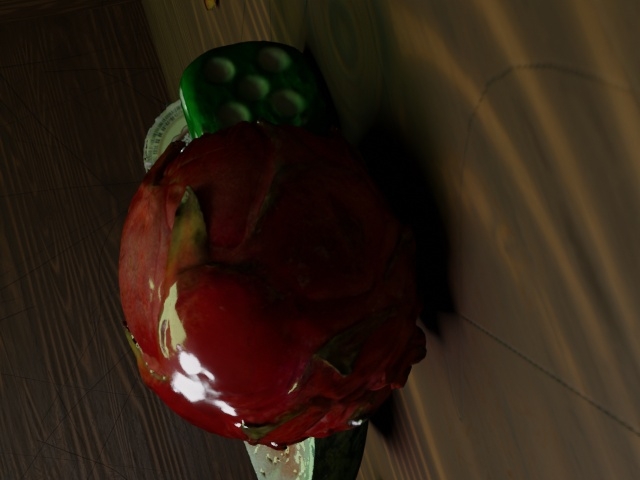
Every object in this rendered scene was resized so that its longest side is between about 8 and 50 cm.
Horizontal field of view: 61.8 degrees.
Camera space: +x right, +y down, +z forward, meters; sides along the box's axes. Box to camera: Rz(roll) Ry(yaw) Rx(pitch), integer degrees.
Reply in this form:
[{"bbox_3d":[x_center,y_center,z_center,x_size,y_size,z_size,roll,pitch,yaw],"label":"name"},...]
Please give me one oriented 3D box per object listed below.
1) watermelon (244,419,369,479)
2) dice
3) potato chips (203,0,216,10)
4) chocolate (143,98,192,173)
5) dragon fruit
[{"bbox_3d":[-0.030,0.184,0.643,0.305,0.180,0.223,54,171,48],"label":"watermelon"},{"bbox_3d":[-0.067,-0.114,0.549,0.128,0.131,0.120,106,146,-65],"label":"dice"},{"bbox_3d":[-0.180,-0.449,0.828,0.204,0.026,0.037,92,170,-53],"label":"potato chips"},{"bbox_3d":[-0.190,-0.148,0.971,0.221,0.221,0.147,69,-167,17],"label":"chocolate"},{"bbox_3d":[-0.037,0.032,0.420,0.241,0.241,0.252,-149,51,-69],"label":"dragon fruit"}]
